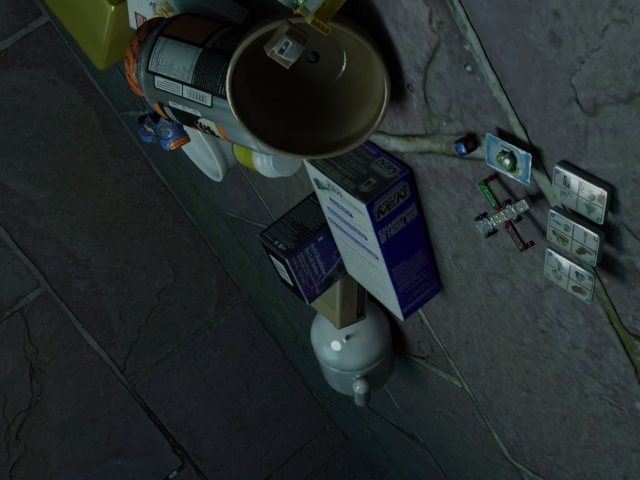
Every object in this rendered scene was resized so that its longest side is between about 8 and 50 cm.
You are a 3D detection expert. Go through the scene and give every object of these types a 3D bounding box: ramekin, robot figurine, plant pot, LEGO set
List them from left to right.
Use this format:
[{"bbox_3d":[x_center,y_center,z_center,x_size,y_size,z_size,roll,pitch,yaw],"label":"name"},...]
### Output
[{"bbox_3d":[-0.449,-0.542,1.714,0.212,0.212,0.187,52,152,0],"label":"plant pot"},{"bbox_3d":[-0.271,-0.290,1.874,0.277,0.135,0.277,47,165,16],"label":"ramekin"},{"bbox_3d":[-0.015,-0.244,1.151,0.110,0.237,0.237,-86,-22,-46],"label":"plant pot"},{"bbox_3d":[-0.003,-0.350,0.922,0.107,0.132,0.287,51,145,23],"label":"LEGO set"},{"bbox_3d":[0.084,0.267,1.996,0.353,0.199,0.300,75,-178,-58],"label":"robot figurine"},{"bbox_3d":[0.273,-0.051,1.016,0.244,0.060,0.182,37,147,41],"label":"LEGO set"}]

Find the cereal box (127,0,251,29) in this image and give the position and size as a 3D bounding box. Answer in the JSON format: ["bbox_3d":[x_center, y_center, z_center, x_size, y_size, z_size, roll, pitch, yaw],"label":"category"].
[{"bbox_3d":[-0.250,-0.415,1.471,0.240,0.047,0.173,26,156,3],"label":"cereal box"}]

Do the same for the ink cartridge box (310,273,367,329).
[{"bbox_3d":[0.012,0.061,1.819,0.234,0.088,0.193,37,136,46],"label":"ink cartridge box"}]

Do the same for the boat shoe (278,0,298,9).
[{"bbox_3d":[-0.079,-0.408,1.134,0.223,0.080,0.073,38,155,28],"label":"boat shoe"}]

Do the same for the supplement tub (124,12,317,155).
[{"bbox_3d":[-0.173,-0.277,1.347,0.316,0.194,0.194,23,153,29],"label":"supplement tub"}]

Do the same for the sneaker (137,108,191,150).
[{"bbox_3d":[-0.368,-0.273,1.818,0.221,0.083,0.087,23,135,52],"label":"sneaker"}]

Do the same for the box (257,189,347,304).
[{"bbox_3d":[0.000,0.000,1.599,0.108,0.207,0.153,38,161,42],"label":"box"}]

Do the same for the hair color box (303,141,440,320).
[{"bbox_3d":[0.100,-0.025,1.439,0.185,0.110,0.339,41,164,40],"label":"hair color box"}]

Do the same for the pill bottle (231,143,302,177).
[{"bbox_3d":[-0.113,-0.193,1.688,0.184,0.103,0.103,30,154,56],"label":"pill bottle"}]
